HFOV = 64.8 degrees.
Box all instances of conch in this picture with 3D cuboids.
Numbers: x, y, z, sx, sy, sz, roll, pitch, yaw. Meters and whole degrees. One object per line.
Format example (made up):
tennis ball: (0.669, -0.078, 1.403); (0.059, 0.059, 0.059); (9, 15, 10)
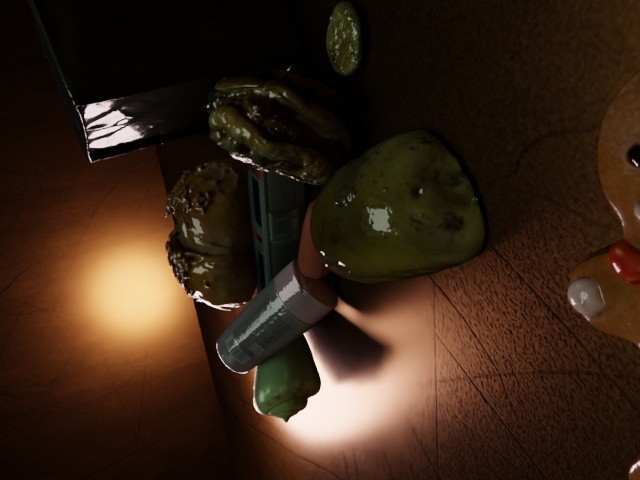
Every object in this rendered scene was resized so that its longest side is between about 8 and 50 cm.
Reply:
conch: (-0.082, 0.248, 1.034); (0.250, 0.137, 0.143); (-113, -2, -47)

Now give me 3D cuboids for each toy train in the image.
toy train: (-0.072, -0.020, 0.900); (0.089, 0.086, 0.409); (47, 145, 48)

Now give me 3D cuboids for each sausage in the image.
sausage: (0.000, 0.000, 0.770); (0.062, 0.062, 0.154); (59, 153, 34)

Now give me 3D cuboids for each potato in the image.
potato: (0.051, -0.021, 0.575); (0.272, 0.111, 0.160); (-24, 84, 69)

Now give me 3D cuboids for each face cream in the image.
face cream: (-0.086, 0.144, 0.901); (0.107, 0.073, 0.269); (46, 125, 1)

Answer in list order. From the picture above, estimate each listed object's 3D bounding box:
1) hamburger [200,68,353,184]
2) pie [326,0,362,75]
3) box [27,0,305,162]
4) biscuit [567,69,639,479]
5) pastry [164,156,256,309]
hamburger: (-0.050, -0.157, 0.668); (0.130, 0.183, 0.206); (-63, 32, 9)
pie: (0.030, -0.239, 0.599); (0.084, 0.021, 0.084); (169, 90, -68)
box: (-0.231, -0.288, 0.775); (0.204, 0.345, 0.251); (69, 157, 1)
biscuit: (0.228, 0.051, 0.284); (0.205, 0.049, 0.324); (-178, 75, -68)
pastry: (-0.217, -0.013, 1.028); (0.284, 0.184, 0.315); (-95, 8, -64)
